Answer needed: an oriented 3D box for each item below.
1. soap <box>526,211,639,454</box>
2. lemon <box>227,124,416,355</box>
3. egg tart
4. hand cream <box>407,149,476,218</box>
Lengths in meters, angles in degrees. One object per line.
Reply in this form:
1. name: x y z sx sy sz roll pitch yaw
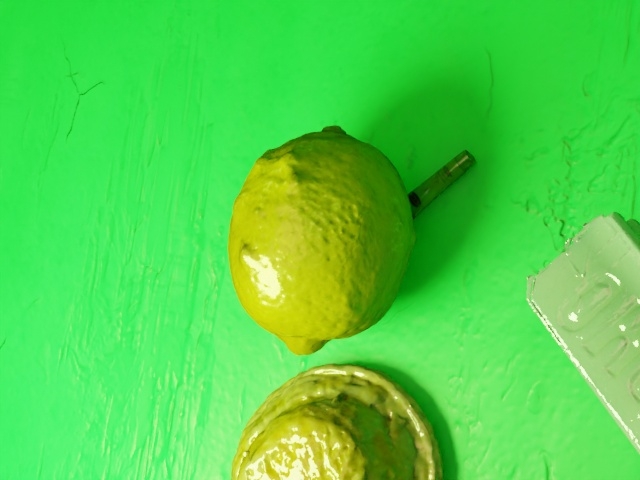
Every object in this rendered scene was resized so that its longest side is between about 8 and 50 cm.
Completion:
1. soap: 0.354 0.107 1.307 0.150 0.094 0.261 -42 63 18
2. lemon: 0.000 0.000 1.459 0.233 0.233 0.288 11 87 32
3. egg tart: 0.001 0.306 1.464 0.318 0.128 0.319 -6 78 28
4. hand cream: 0.145 -0.069 1.506 0.122 0.023 0.036 -41 67 23
